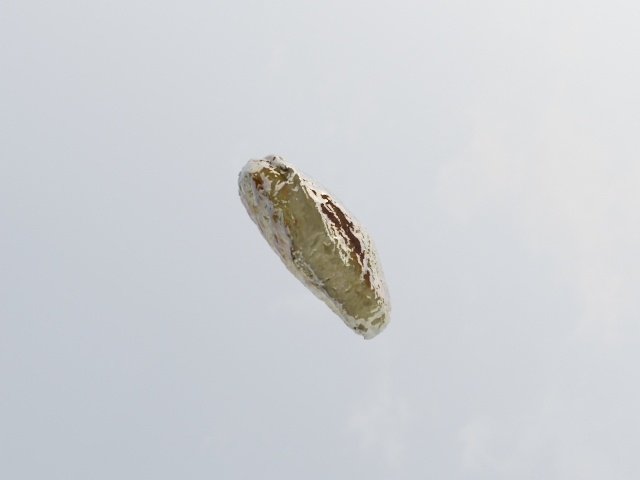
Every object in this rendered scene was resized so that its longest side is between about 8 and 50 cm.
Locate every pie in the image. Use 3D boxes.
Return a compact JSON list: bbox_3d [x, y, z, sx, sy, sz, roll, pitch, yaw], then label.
[{"bbox_3d":[0.000,0.000,0.856,0.084,0.179,0.205,-42,-59,1],"label":"pie"}]
